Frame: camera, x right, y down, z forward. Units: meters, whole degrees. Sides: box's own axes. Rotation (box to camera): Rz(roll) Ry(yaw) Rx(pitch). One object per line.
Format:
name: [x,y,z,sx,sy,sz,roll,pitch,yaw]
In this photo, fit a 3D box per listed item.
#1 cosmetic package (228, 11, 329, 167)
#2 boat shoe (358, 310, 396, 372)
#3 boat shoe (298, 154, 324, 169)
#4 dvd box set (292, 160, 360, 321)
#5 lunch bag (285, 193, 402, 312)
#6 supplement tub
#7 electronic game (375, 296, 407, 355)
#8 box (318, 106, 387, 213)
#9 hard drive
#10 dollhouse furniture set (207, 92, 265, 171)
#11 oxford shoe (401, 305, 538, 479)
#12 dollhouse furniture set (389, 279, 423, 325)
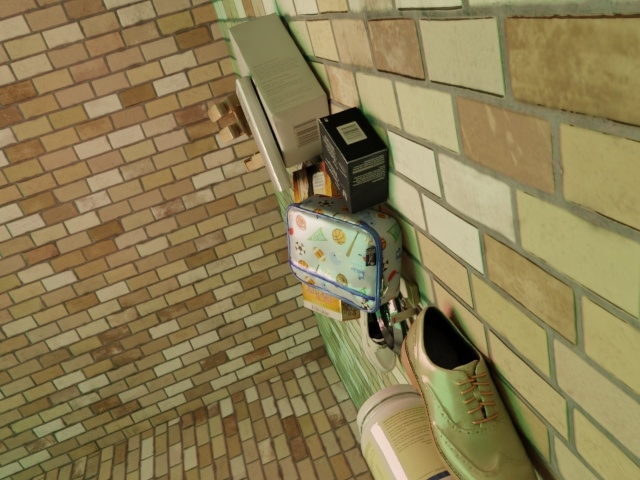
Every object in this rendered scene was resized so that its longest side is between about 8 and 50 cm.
cosmetic package: [-0.111,-0.422,1.446,0.217,0.156,0.385,77,167,-56]
boat shoe: [0.179,0.291,1.586,0.088,0.096,0.267,-144,39,-73]
boat shoe: [-0.063,-0.272,1.707,0.335,0.096,0.112,-121,13,-50]
dvd box set: [0.008,-0.003,1.471,0.308,0.062,0.420,-175,80,-69]
lunch bag: [0.053,0.033,1.221,0.303,0.115,0.243,23,125,38]
supplement tub: [0.241,0.541,1.286,0.325,0.236,0.235,-122,14,-53]
electronic game: [0.190,0.200,1.418,0.229,0.048,0.229,167,90,-83]
box: [0.071,-0.171,1.118,0.158,0.093,0.156,82,165,-52]
hard drive: [-0.160,-0.286,1.451,0.203,0.040,0.307,-145,33,-79]
dollhouse furniture set: [-0.224,-0.362,1.696,0.161,0.212,0.242,-4,116,62]
oxford shoe: [0.259,0.295,0.933,0.146,0.141,0.397,89,157,-47]
dollhouse furniture set: [0.182,0.141,1.212,0.091,0.081,0.114,-124,16,-57]
